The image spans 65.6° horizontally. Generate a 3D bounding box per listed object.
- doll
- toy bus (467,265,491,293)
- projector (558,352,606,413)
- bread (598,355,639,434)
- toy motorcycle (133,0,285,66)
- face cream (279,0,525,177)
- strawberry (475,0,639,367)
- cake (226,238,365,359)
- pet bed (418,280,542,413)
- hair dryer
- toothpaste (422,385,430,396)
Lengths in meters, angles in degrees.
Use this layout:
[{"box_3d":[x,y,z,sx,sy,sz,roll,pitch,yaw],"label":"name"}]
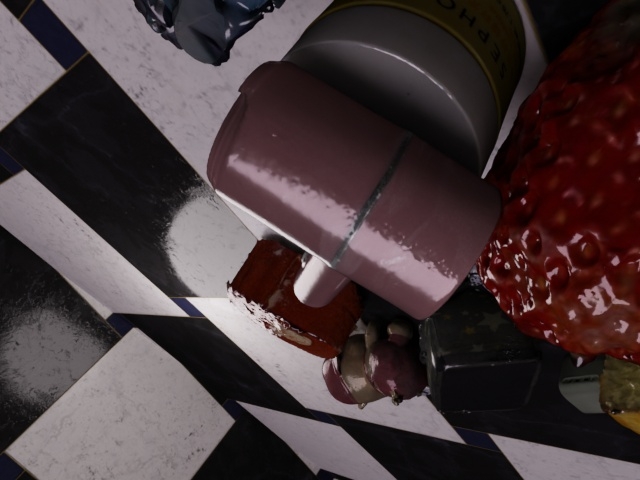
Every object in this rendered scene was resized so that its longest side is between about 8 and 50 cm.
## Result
[{"box_3d":[0.113,0.269,1.083,0.255,0.152,0.196,-22,77,42],"label":"doll"},{"box_3d":[0.227,0.009,0.718,0.172,0.057,0.072,44,140,-21],"label":"toy bus"},{"box_3d":[0.451,0.228,0.805,0.083,0.083,0.082,38,148,-12],"label":"projector"},{"box_3d":[0.503,0.150,0.547,0.179,0.194,0.340,41,144,-5],"label":"bread"},{"box_3d":[-0.105,-0.303,0.451,0.416,0.172,0.232,5,147,48],"label":"toy motorcycle"},{"box_3d":[0.077,-0.148,0.505,0.218,0.179,0.218,21,147,15],"label":"face cream"},{"box_3d":[0.278,-0.031,0.414,0.291,0.292,0.310,15,158,24],"label":"strawberry"},{"box_3d":[-0.053,0.125,1.030,0.282,0.151,0.177,25,160,9],"label":"cake"},{"box_3d":[0.262,0.183,0.853,0.183,0.159,0.211,-7,140,9],"label":"pet bed"},{"box_3d":[0.000,0.000,0.507,0.210,0.125,0.352,31,155,1],"label":"hair dryer"},{"box_3d":[0.128,0.306,1.218,0.314,0.058,0.056,26,104,1],"label":"toothpaste"}]
